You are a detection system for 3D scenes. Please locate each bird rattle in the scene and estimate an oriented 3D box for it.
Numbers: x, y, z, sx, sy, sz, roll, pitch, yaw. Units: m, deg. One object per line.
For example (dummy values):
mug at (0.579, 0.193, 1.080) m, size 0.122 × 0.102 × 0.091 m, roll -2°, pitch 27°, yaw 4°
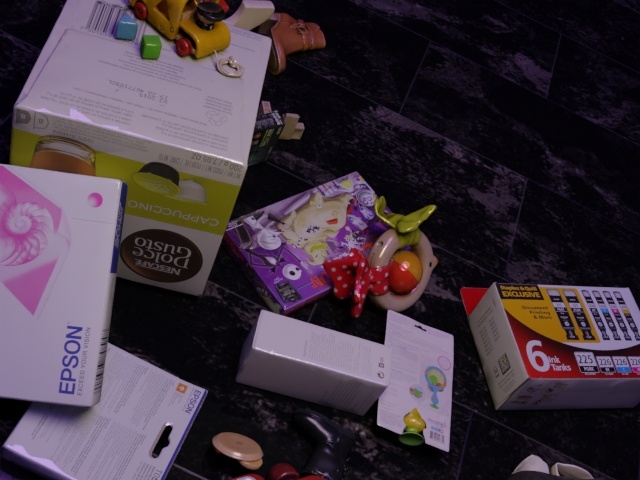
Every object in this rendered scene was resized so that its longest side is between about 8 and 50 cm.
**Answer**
bird rattle at (0.135, 0.047, 1.511) m, size 0.207 × 0.143 × 0.253 m, roll 48°, pitch 61°, yaw -39°

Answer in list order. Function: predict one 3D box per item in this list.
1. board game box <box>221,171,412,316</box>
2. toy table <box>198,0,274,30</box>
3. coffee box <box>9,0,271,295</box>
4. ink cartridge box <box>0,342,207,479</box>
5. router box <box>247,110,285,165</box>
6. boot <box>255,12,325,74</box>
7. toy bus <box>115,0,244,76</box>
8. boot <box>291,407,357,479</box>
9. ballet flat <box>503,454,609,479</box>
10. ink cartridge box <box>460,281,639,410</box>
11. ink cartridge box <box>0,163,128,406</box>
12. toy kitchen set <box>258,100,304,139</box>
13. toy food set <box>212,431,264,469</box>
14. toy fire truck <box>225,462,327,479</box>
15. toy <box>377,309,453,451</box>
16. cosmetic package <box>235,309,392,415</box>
board game box at (0.000, 0.000, 1.581) m, size 0.347 × 0.056 × 0.208 m, roll -25°, pitch 70°, yaw -36°
toy table at (-0.232, -0.437, 1.756) m, size 0.252 × 0.161 × 0.274 m, roll -18°, pitch 61°, yaw -33°
coffee box at (-0.301, -0.162, 1.383) m, size 0.338 × 0.334 × 0.338 m, roll 15°, pitch 46°, yaw -11°
ink cartridge box at (-0.312, 0.270, 1.230) m, size 0.224 × 0.045 × 0.223 m, roll 27°, pitch 48°, yaw -1°
router box at (-0.131, -0.195, 1.628) m, size 0.092 × 0.122 × 0.038 m, roll -20°, pitch 67°, yaw -33°
boot at (-0.059, -0.450, 1.900) m, size 0.152 × 0.073 × 0.197 m, roll 4°, pitch 55°, yaw -25°
toy bus at (-0.207, -0.371, 1.302) m, size 0.202 × 0.104 × 0.191 m, roll 9°, pitch 47°, yaw -17°
boot at (-0.004, 0.332, 1.314) m, size 0.121 × 0.045 × 0.099 m, roll 27°, pitch 50°, yaw -2°
ballet flat at (0.383, 0.417, 1.385) m, size 0.280 × 0.095 × 0.096 m, roll 16°, pitch 38°, yaw -24°
ink cartridge box at (0.452, 0.172, 1.577) m, size 0.310 × 0.130 × 0.271 m, roll 3°, pitch 51°, yaw -21°
ink cartridge box at (-0.458, 0.054, 1.170) m, size 0.330 × 0.071 × 0.324 m, roll 6°, pitch 88°, yaw -4°
toy kitchen set at (-0.078, -0.263, 1.741) m, size 0.083 × 0.068 × 0.075 m, roll 2°, pitch 53°, yaw -22°
toy food set at (-0.125, 0.317, 1.262) m, size 0.083 × 0.020 × 0.082 m, roll 18°, pitch 8°, yaw -5°
toy fire truck at (-0.057, 0.421, 1.156) m, size 0.302 × 0.169 × 0.254 m, roll -10°, pitch 39°, yaw -30°
toy at (0.158, 0.246, 1.437) m, size 0.137 × 0.056 × 0.237 m, roll 23°, pitch 43°, yaw -14°
cosmetic package at (-0.011, 0.203, 1.365) m, size 0.231 × 0.117 × 0.085 m, roll 19°, pitch 48°, yaw -10°
